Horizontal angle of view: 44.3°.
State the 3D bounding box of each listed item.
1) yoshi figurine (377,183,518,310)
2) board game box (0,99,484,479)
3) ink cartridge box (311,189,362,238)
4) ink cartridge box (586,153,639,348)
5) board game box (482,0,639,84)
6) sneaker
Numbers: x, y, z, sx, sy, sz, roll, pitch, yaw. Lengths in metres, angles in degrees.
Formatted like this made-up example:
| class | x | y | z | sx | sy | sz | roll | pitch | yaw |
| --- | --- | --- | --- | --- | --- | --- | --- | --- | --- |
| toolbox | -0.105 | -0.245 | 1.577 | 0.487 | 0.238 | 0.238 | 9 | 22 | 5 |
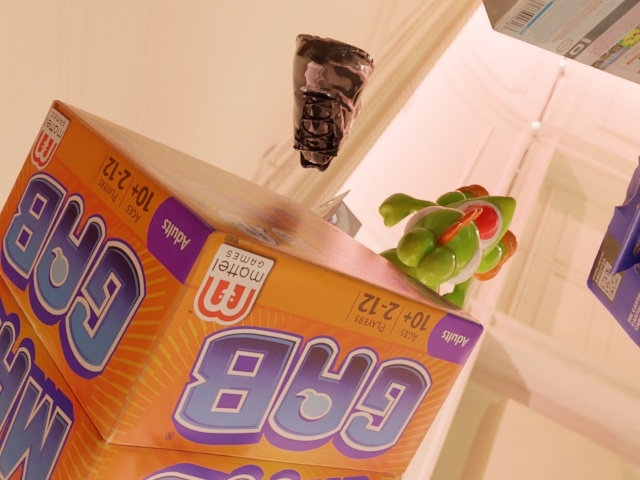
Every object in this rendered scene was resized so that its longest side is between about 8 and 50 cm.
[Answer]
| class | x | y | z | sx | sy | sz | roll | pitch | yaw |
| --- | --- | --- | --- | --- | --- | --- | --- | --- | --- |
| yoshi figurine | 0.174 | 0.024 | 1.206 | 0.204 | 0.203 | 0.362 | 11 | -167 | 24 |
| board game box | -0.134 | 0.124 | 0.812 | 0.356 | 0.356 | 0.356 | 22 | -171 | -43 |
| ink cartridge box | 0.000 | 0.000 | 1.444 | 0.067 | 0.115 | 0.198 | 50 | -134 | -17 |
| ink cartridge box | 0.457 | -0.020 | 0.792 | 0.396 | 0.270 | 0.151 | 3 | -149 | -15 |
| board game box | 0.341 | -0.278 | 0.789 | 0.303 | 0.224 | 0.097 | 10 | -125 | -33 |
| sneaker | 0.008 | -0.178 | 1.075 | 0.109 | 0.286 | 0.130 | 14 | -104 | 8 |
